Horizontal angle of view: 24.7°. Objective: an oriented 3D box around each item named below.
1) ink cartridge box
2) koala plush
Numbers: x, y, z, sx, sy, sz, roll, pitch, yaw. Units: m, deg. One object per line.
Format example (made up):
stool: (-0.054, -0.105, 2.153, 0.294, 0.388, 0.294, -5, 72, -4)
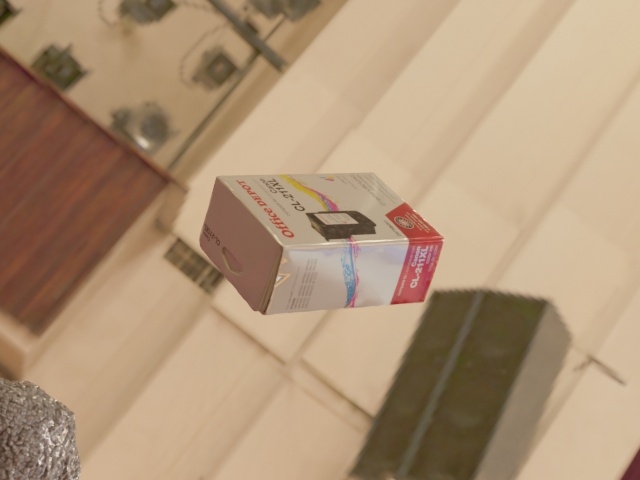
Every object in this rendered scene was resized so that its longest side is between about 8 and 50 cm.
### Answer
ink cartridge box: (0.000, 0.000, 1.301, 0.127, 0.175, 0.072, 46, -52, 44)
koala plush: (-0.286, 0.224, 1.088, 0.203, 0.221, 0.196, -25, -53, 27)
